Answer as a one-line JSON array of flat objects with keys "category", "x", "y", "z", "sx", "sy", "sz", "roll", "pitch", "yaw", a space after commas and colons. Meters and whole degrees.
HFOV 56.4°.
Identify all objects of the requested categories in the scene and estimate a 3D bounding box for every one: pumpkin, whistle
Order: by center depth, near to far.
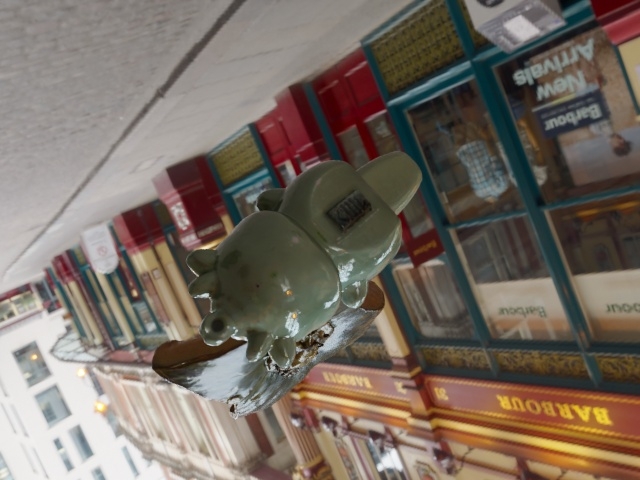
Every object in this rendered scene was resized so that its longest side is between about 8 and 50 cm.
[{"category": "whistle", "x": 0.000, "y": 0.000, "z": 0.448, "sx": 0.244, "sy": 0.110, "sz": 0.092, "roll": -41, "pitch": 175, "yaw": -38}, {"category": "pumpkin", "x": -0.036, "y": 0.118, "z": 0.767, "sx": 0.290, "sy": 0.095, "sz": 0.258, "roll": -36, "pitch": 155, "yaw": -7}]
